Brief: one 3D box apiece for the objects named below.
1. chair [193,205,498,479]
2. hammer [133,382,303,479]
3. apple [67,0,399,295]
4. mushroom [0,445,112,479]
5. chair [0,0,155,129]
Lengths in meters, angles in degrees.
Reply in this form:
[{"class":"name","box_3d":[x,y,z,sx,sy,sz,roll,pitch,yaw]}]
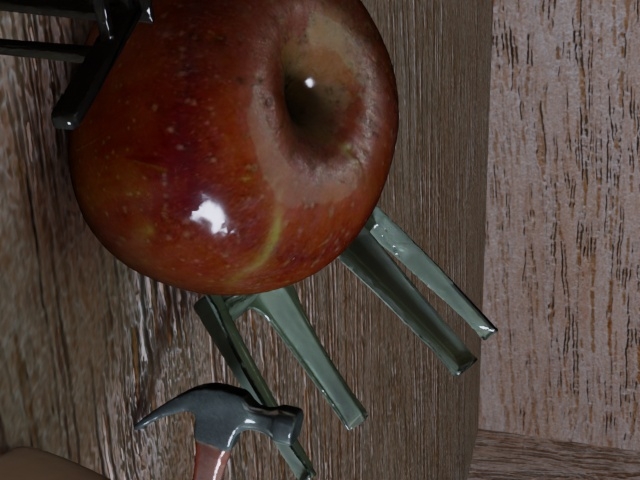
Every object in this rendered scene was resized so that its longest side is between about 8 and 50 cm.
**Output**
[{"class":"chair","box_3d":[0.000,0.000,1.041,0.275,0.190,0.203,54,15,1]},{"class":"hammer","box_3d":[-0.093,0.233,0.981,0.033,0.111,0.288,-32,135,-70]},{"class":"apple","box_3d":[-0.056,-0.068,0.803,0.201,0.162,0.201,6,82,-45]},{"class":"mushroom","box_3d":[-0.102,0.221,0.749,0.173,0.162,0.236,-58,153,-59]},{"class":"chair","box_3d":[-0.120,-0.147,0.620,0.212,0.101,0.084,-69,161,-45]}]
